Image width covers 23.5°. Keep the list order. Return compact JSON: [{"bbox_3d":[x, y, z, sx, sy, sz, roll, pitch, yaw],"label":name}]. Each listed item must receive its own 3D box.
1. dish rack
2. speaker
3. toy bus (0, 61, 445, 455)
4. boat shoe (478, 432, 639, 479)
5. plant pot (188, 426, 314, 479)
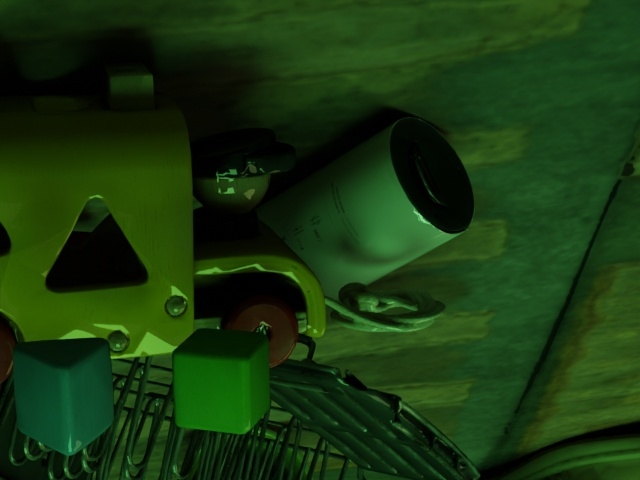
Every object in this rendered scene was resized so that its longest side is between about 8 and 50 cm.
[{"bbox_3d":[-0.069,0.090,0.711,0.272,0.074,0.208,7,162,25],"label":"dish rack"},{"bbox_3d":[0.000,0.000,0.666,0.136,0.055,0.055,-31,146,35],"label":"speaker"},{"bbox_3d":[-0.076,-0.012,0.567,0.191,0.104,0.202,9,-163,29],"label":"toy bus"},{"bbox_3d":[0.156,0.207,1.085,0.285,0.089,0.104,-20,151,20],"label":"boat shoe"},{"bbox_3d":[-0.052,0.162,0.955,0.083,0.083,0.079,-3,165,-13],"label":"plant pot"}]
